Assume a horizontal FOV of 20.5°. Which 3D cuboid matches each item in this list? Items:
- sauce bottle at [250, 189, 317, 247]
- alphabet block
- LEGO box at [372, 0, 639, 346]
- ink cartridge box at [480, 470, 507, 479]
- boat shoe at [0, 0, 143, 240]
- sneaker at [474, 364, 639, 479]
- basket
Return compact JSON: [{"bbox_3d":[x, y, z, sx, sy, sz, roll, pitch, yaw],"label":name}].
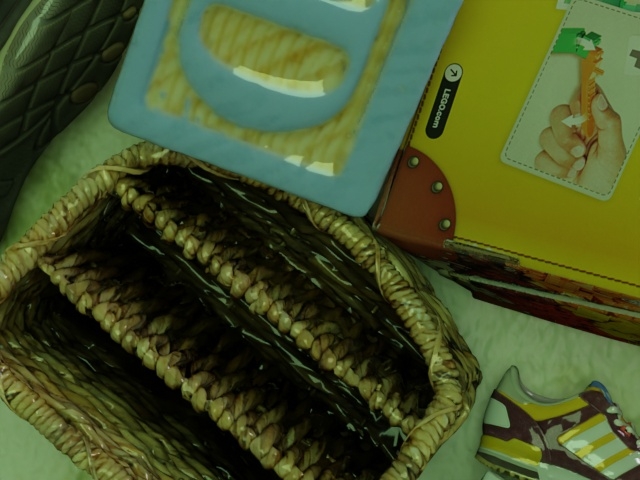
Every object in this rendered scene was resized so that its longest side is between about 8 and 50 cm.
[{"bbox_3d":[0.000,0.000,1.300,0.128,0.042,0.042,41,87,6],"label":"sauce bottle"},{"bbox_3d":[-0.018,-0.164,1.190,0.192,0.197,0.193,21,117,-7],"label":"alphabet block"},{"bbox_3d":[0.303,-0.171,1.164,0.372,0.193,0.500,16,83,29],"label":"LEGO box"},{"bbox_3d":[0.122,0.264,1.209,0.127,0.128,0.176,32,87,8],"label":"ink cartridge box"},{"bbox_3d":[-0.256,-0.108,1.266,0.130,0.132,0.355,37,100,16],"label":"boat shoe"},{"bbox_3d":[0.206,0.145,1.249,0.185,0.069,0.084,16,86,5],"label":"sneaker"},{"bbox_3d":[-0.051,0.067,1.182,0.299,0.223,0.213,41,103,9],"label":"basket"}]
